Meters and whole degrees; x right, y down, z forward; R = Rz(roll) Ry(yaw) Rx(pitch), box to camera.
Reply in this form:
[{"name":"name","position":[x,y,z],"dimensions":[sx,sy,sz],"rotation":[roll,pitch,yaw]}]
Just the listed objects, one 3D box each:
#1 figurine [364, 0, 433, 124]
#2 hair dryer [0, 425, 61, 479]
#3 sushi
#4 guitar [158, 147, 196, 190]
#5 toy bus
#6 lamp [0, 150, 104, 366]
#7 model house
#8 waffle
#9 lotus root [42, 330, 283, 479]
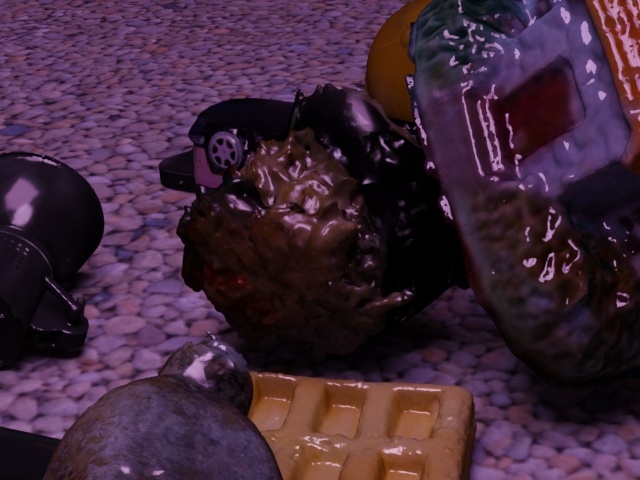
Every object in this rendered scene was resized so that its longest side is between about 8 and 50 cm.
[{"name":"figurine","position":[0.144,-0.147,1.259],"dimensions":[0.192,0.256,0.167],"rotation":[5,47,27]},{"name":"hair dryer","position":[-0.243,0.210,0.811],"dimensions":[0.100,0.057,0.197],"rotation":[6,33,20]},{"name":"sushi","position":[-0.004,0.003,0.999],"dimensions":[0.225,0.238,0.219],"rotation":[20,44,37]},{"name":"guitar","position":[-0.117,-0.118,1.476],"dimensions":[0.088,0.025,0.233],"rotation":[10,29,26]},{"name":"toy bus","position":[0.003,-0.057,1.205],"dimensions":[0.303,0.147,0.127],"rotation":[11,22,29]},{"name":"lamp","position":[-0.295,0.037,1.087],"dimensions":[0.172,0.147,0.227],"rotation":[19,34,-9]},{"name":"model house","position":[0.302,-0.104,0.899],"dimensions":[0.297,0.339,0.360],"rotation":[7,60,-39]},{"name":"waffle","position":[-0.020,0.165,0.862],"dimensions":[0.274,0.057,0.168],"rotation":[4,28,13]},{"name":"lotus root","position":[-0.094,0.197,0.675],"dimensions":[0.175,0.175,0.349],"rotation":[-4,35,-2]}]
